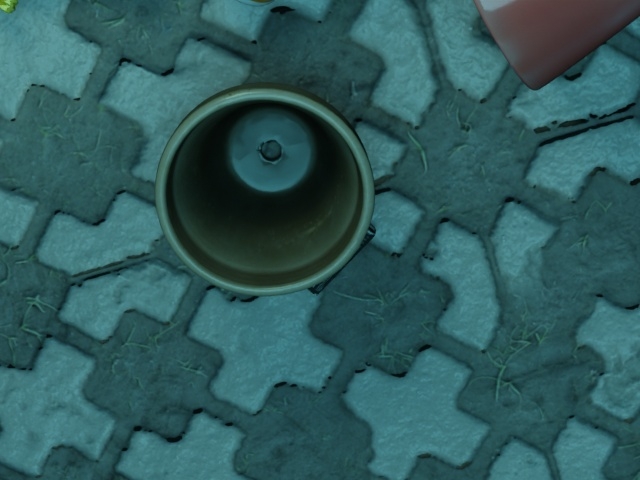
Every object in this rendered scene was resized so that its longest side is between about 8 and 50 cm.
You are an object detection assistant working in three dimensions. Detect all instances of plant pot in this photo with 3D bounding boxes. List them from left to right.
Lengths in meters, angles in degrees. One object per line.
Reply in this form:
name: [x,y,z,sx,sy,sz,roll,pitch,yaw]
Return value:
plant pot: [-0.064,-0.089,1.941,0.263,0.229,0.263,1,109,1]
plant pot: [0.295,-0.349,1.813,0.243,0.275,0.275,-26,106,16]

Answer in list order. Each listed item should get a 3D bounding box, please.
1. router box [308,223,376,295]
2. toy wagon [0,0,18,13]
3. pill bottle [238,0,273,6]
router box: [0.000,0.000,2.070,0.092,0.038,0.122,41,104,-12]
toy wagon: [-0.298,-0.428,1.917,0.267,0.068,0.344,43,105,-12]
pill bottle: [-0.042,-0.391,1.860,0.121,0.121,0.216,39,128,-11]
